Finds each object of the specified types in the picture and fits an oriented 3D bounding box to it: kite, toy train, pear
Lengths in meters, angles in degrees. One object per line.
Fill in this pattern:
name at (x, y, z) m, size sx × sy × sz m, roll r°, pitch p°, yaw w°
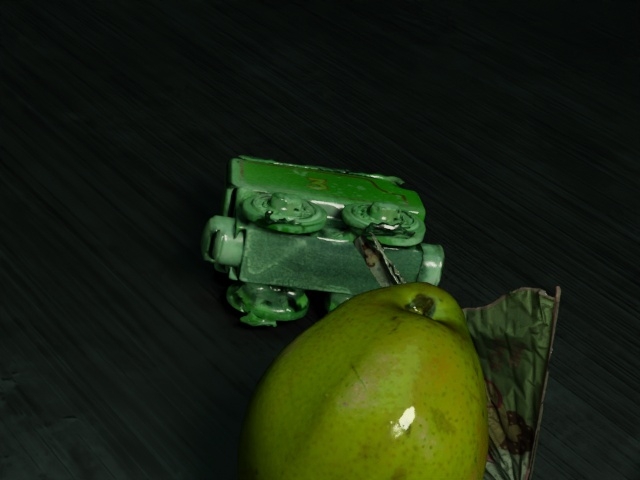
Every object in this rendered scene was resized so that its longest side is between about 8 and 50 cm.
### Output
kite at (0.101, 0.111, 0.864) m, size 0.013 × 0.323 × 0.267 m, roll -33°, pitch 96°, yaw -36°
toy train at (0.000, 0.000, 1.073) m, size 0.243 × 0.132 × 0.188 m, roll 8°, pitch 23°, yaw -7°
pear at (0.039, 0.133, 0.765) m, size 0.187 × 0.219 × 0.187 m, roll 34°, pitch -4°, yaw 3°
